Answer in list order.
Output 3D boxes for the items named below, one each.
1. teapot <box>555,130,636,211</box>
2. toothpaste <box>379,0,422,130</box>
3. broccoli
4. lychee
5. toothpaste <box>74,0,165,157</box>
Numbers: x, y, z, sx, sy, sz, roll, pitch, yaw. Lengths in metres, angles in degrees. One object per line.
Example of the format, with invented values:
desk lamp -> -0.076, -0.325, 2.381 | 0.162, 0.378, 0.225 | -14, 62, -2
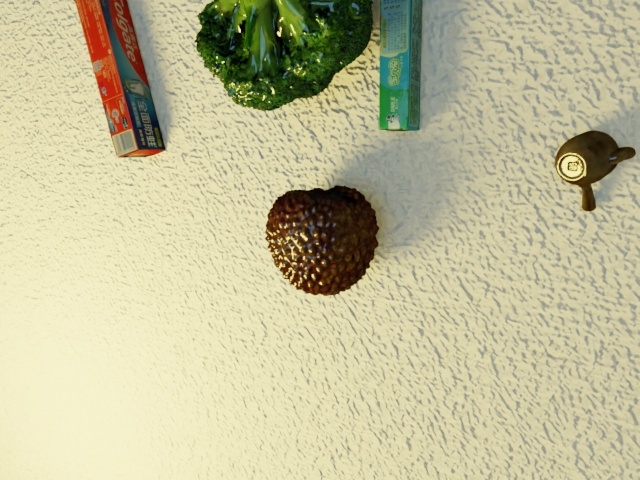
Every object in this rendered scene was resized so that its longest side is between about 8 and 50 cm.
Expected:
teapot -> 0.362, -0.087, 0.634 | 0.085, 0.080, 0.110 | 15, 123, 51
toothpaste -> 0.120, -0.300, 0.707 | 0.050, 0.065, 0.267 | 4, 102, 23
broccoli -> -0.059, -0.345, 0.669 | 0.297, 0.297, 0.298 | -5, 66, 11
lychee -> 0.000, 0.000, 0.762 | 0.188, 0.188, 0.188 | 5, 102, 24
toothpaste -> -0.389, -0.324, 0.928 | 0.066, 0.076, 0.321 | -10, 96, 26
